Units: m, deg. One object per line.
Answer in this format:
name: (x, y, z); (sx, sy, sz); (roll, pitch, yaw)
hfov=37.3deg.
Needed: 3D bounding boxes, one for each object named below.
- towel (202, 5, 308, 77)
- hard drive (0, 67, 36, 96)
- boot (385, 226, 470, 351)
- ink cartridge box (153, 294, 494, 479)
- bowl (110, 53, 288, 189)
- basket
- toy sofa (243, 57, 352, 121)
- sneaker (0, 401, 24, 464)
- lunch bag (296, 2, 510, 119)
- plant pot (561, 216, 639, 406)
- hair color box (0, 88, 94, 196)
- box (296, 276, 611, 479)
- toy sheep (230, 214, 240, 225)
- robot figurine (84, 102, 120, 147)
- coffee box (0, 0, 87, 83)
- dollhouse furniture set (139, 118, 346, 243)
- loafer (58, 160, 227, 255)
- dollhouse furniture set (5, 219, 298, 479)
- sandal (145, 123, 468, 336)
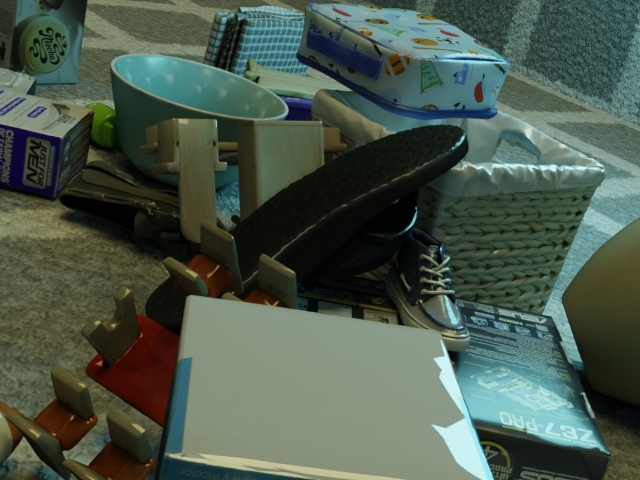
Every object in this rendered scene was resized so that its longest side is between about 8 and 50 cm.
towel: (-0.132, -0.394, 2.101); (0.121, 0.235, 0.283); (33, 28, 26)
hard drive: (-0.699, -0.273, 1.695); (0.338, 0.064, 0.237); (11, 23, -11)
boot: (0.128, 0.053, 1.118); (0.069, 0.086, 0.190); (5, 20, -21)
ink cartridge box: (-0.023, 0.212, 0.658); (0.197, 0.270, 0.198); (9, 22, -8)
bowl: (-0.224, -0.196, 1.646); (0.311, 0.163, 0.311); (15, 22, -6)
basket: (0.172, -0.053, 1.419); (0.331, 0.267, 0.328); (-3, 27, -37)
toy sofa: (0.007, -0.247, 1.939); (0.362, 0.150, 0.177); (9, 27, -12)
sneaker: (-0.402, 0.135, 0.865); (0.290, 0.106, 0.123); (28, 15, 12)
lunch bag: (0.111, -0.271, 1.420); (0.243, 0.115, 0.303); (-9, 31, -38)
plant pot: (0.429, 0.107, 1.246); (0.190, 0.284, 0.284); (-19, 18, 13)
hair color box: (-0.551, -0.177, 1.494); (0.338, 0.110, 0.185); (11, 21, -2)
box: (0.105, 0.155, 1.107); (0.394, 0.097, 0.318); (12, 21, -4)
toy sheep: (-0.080, 0.000, 1.383); (0.132, 0.091, 0.091); (28, 26, 25)
robot figurine: (-0.394, -0.210, 1.717); (0.101, 0.067, 0.115); (-21, 38, -36)
coffee box: (-0.583, -0.481, 1.949); (0.118, 0.297, 0.168); (31, 27, 35)
dollhouse furniture set: (-0.147, -0.064, 1.324); (0.303, 0.174, 0.355); (-3, 1, -34)
loafer: (-0.259, -0.030, 1.362); (0.267, 0.096, 0.084); (24, 43, 24)
dollhouse furniture set: (-0.102, 0.153, 0.874); (0.259, 0.135, 0.262); (28, 60, 25)
sandal: (-0.002, 0.000, 1.125); (0.445, 0.107, 0.167); (-35, 28, -19)
